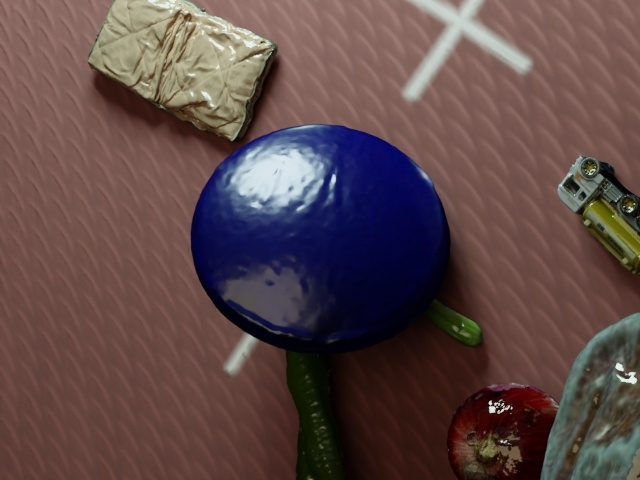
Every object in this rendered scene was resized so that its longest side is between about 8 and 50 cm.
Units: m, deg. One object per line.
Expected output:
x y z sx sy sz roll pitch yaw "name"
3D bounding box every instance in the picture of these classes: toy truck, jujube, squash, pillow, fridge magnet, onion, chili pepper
0.289 -0.026 1.639 0.123 0.052 0.063 47 107 23 "toy truck"
0.326 0.194 1.486 0.308 0.215 0.246 -66 23 -4 "jujube"
0.129 0.081 1.709 0.089 0.027 0.027 33 95 28 "squash"
-0.161 -0.209 1.895 0.232 0.043 0.126 28 98 24 "pillow"
0.000 0.000 1.699 0.266 0.112 0.265 1 60 -1 "fridge magnet"
0.186 0.201 1.608 0.131 0.131 0.131 -5 78 24 "onion"
-0.024 0.116 1.750 0.085 0.076 0.359 -45 51 51 "chili pepper"
